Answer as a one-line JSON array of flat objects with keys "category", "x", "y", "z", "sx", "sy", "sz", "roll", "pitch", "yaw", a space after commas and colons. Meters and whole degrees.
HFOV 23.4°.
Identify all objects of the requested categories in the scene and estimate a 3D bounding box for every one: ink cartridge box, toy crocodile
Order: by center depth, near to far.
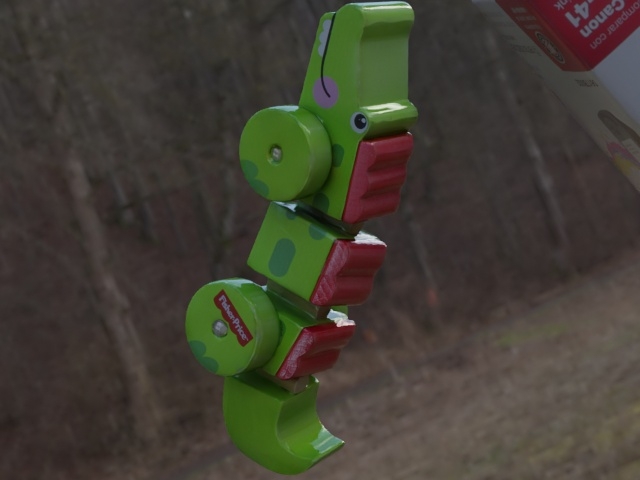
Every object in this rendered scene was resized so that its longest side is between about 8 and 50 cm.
[{"category": "toy crocodile", "x": 0.000, "y": 0.000, "z": 1.059, "sx": 0.115, "sy": 0.105, "sz": 0.340, "roll": -8, "pitch": -60, "yaw": -55}, {"category": "ink cartridge box", "x": 0.269, "y": -0.109, "z": 1.134, "sx": 0.131, "sy": 0.306, "sz": 0.226, "roll": -41, "pitch": 8, "yaw": 2}]
